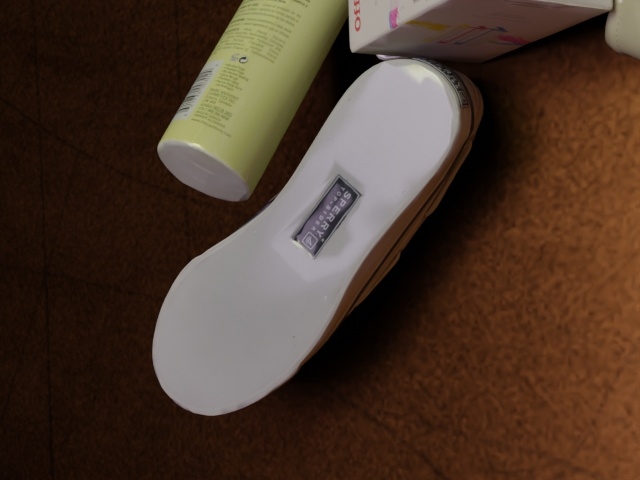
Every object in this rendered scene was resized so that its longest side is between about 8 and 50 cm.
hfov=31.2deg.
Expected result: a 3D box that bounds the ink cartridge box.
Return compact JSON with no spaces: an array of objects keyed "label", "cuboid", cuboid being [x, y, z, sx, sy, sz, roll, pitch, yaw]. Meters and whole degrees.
[{"label":"ink cartridge box","cuboid":[0.077,-0.154,0.620,0.143,0.090,0.092,170,101,-65]}]

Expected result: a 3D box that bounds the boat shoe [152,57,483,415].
[{"label":"boat shoe","cuboid":[0.000,0.000,0.697,0.096,0.088,0.267,42,111,17]}]

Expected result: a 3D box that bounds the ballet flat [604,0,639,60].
[{"label":"ballet flat","cuboid":[0.190,-0.204,0.565,0.086,0.086,0.248,16,99,39]}]

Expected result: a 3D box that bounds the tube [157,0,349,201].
[{"label":"tube","cuboid":[-0.016,-0.136,0.696,0.070,0.062,0.240,25,69,1]}]
